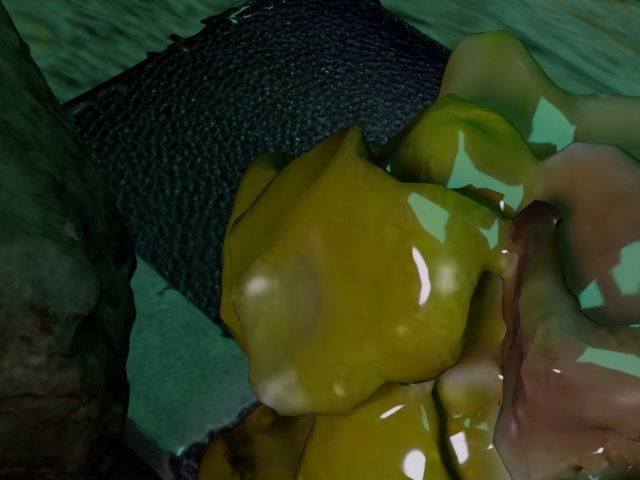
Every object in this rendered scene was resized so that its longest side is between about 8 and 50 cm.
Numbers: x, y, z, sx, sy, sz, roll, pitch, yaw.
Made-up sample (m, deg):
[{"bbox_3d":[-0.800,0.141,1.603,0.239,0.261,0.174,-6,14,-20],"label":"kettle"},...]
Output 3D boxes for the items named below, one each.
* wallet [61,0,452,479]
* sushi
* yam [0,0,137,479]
[{"bbox_3d":[0.000,0.000,0.717,0.262,0.071,0.221,-29,56,-36],"label":"wallet"},{"bbox_3d":[0.101,0.116,0.487,0.285,0.329,0.328,5,7,-11],"label":"sushi"},{"bbox_3d":[-0.176,-0.021,0.566,0.195,0.195,0.300,-3,46,-34],"label":"yam"}]
